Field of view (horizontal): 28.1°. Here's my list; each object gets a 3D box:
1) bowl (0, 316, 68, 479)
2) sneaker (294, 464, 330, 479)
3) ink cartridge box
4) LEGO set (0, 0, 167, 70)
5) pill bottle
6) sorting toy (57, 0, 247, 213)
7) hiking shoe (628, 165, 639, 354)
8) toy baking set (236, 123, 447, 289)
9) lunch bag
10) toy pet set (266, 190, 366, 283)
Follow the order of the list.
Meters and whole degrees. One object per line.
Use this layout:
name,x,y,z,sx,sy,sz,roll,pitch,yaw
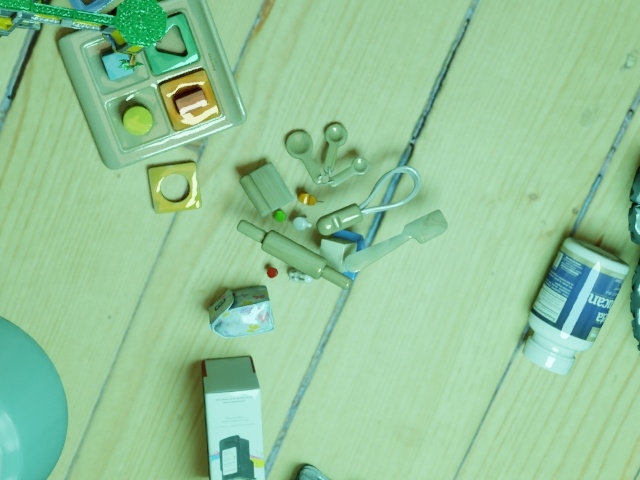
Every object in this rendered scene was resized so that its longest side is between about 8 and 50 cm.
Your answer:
bowl,-0.485,0.252,1.633,0.311,0.163,0.311,-2,104,-6
sneaker,-0.060,0.383,1.744,0.268,0.101,0.153,6,103,-13
ink cartridge box,-0.115,0.257,1.689,0.072,0.127,0.175,-4,105,-7
LEGO set,-0.299,-0.361,1.511,0.255,0.192,0.331,-4,91,-23
pill bottle,0.336,0.090,1.709,0.094,0.094,0.169,21,101,-11
sorting toy,-0.210,-0.197,1.605,0.196,0.047,0.348,-20,105,-1
hiking shoe,0.477,0.048,1.677,0.132,0.113,0.304,1,113,22
toy baking set,0.023,-0.040,1.624,0.256,0.030,0.197,33,79,7
lunch bag,-0.106,0.094,1.677,0.083,0.071,0.053,-11,106,-2
toy pet set,0.000,0.000,1.683,0.114,0.065,0.122,15,101,26
